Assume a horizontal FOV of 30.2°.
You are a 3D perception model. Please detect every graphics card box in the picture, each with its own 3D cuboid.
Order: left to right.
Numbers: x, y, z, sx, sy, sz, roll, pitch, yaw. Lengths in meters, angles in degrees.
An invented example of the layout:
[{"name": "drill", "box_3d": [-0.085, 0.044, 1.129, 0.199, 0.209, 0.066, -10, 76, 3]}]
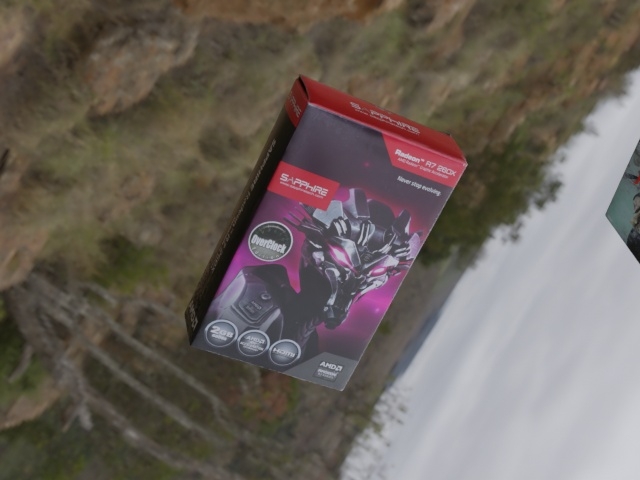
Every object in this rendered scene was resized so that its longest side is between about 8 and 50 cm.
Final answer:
[{"name": "graphics card box", "box_3d": [0.000, 0.000, 1.531, 0.371, 0.233, 0.094, -62, -157, 21]}]

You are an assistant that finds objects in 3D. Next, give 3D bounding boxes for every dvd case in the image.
[{"name": "dvd case", "box_3d": [0.212, -0.015, 0.715, 0.013, 0.087, 0.119, -23, 154, -15]}]
